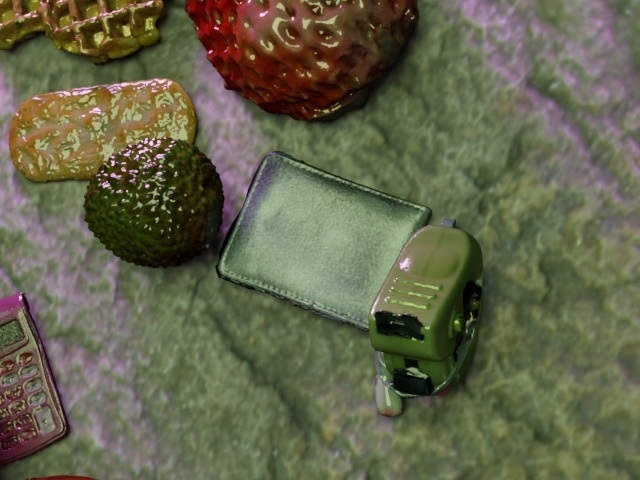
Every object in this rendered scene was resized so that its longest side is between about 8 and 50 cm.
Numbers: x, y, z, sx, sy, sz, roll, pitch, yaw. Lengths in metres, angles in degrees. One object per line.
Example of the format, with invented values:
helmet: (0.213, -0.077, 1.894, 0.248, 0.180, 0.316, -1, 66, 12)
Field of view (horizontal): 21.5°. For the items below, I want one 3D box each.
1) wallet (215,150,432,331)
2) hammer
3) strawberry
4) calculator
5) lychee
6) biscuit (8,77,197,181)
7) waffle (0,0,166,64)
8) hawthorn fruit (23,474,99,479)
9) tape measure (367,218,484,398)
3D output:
wallet: (0.001, 0.001, 1.951, 0.222, 0.036, 0.167, 19, 80, 18)
hammer: (0.103, 0.168, 1.878, 0.083, 0.031, 0.052, -6, 76, 7)
strawberry: (-0.049, -0.300, 1.990, 0.336, 0.149, 0.265, 37, 88, 22)
calculator: (-0.379, 0.169, 2.008, 0.127, 0.034, 0.190, -23, 76, 7)
lychee: (-0.196, -0.044, 1.954, 0.171, 0.171, 0.171, -4, 73, 14)
biscuit: (-0.269, -0.135, 2.065, 0.247, 0.029, 0.118, -6, 73, 14)
waffle: (-0.304, -0.316, 2.114, 0.253, 0.056, 0.249, 42, 88, 20)
hawthorn fruit: (-0.283, 0.364, 1.818, 0.276, 0.276, 0.307, -39, 48, 2)
tape measure: (0.116, 0.077, 1.820, 0.106, 0.175, 0.200, 8, 42, 17)
